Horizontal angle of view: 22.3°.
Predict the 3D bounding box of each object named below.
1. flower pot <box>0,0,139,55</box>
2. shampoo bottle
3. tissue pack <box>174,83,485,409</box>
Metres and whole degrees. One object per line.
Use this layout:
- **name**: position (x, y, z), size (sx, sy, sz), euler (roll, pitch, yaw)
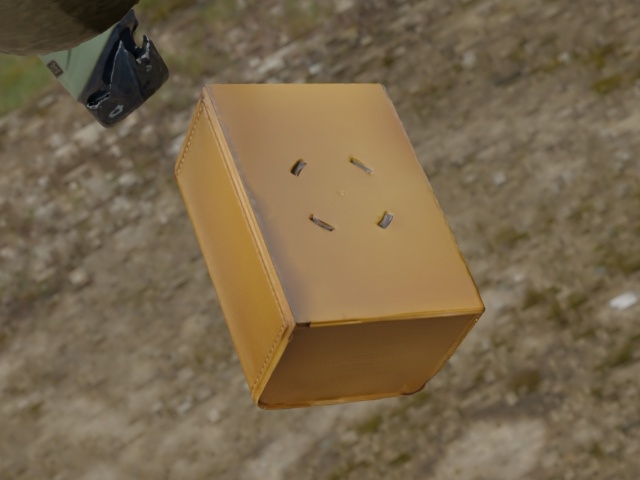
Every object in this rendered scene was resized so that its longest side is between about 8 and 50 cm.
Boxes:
- **flower pot**: position (-0.250, -0.266, 1.033), size (0.294, 0.293, 0.330), euler (-25, -24, 14)
- **shampoo bottle**: position (-0.294, -0.283, 1.664), size (0.134, 0.359, 0.078), euler (-32, 12, 42)
- **tissue pack**: position (0.000, 0.000, 1.489), size (0.194, 0.274, 0.145), euler (-4, -36, -25)
